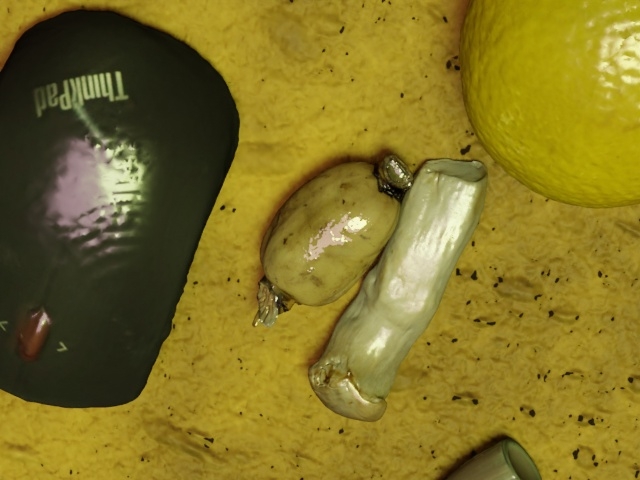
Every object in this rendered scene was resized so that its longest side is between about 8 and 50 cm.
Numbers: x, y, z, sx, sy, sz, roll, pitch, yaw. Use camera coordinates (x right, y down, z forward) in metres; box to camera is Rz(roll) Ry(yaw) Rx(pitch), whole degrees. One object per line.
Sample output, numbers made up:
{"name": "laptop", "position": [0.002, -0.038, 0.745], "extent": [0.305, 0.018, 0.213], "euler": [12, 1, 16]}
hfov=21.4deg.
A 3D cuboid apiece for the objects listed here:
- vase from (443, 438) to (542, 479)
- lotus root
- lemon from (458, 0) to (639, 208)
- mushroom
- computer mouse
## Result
{"name": "vase", "position": [0.105, 0.186, 1.193], "extent": [0.100, 0.053, 0.053], "euler": [-36, 103, 19]}
{"name": "lotus root", "position": [0.000, 0.000, 1.129], "extent": [0.072, 0.063, 0.152], "euler": [43, 106, 14]}
{"name": "lemon", "position": [0.178, -0.115, 1.016], "extent": [0.187, 0.187, 0.244], "euler": [26, 141, -4]}
{"name": "mushroom", "position": [0.055, 0.033, 1.146], "extent": [0.059, 0.054, 0.202], "euler": [27, 105, -3]}
{"name": "computer mouse", "position": [-0.162, -0.013, 1.123], "extent": [0.170, 0.100, 0.269], "euler": [22, 109, 0]}
